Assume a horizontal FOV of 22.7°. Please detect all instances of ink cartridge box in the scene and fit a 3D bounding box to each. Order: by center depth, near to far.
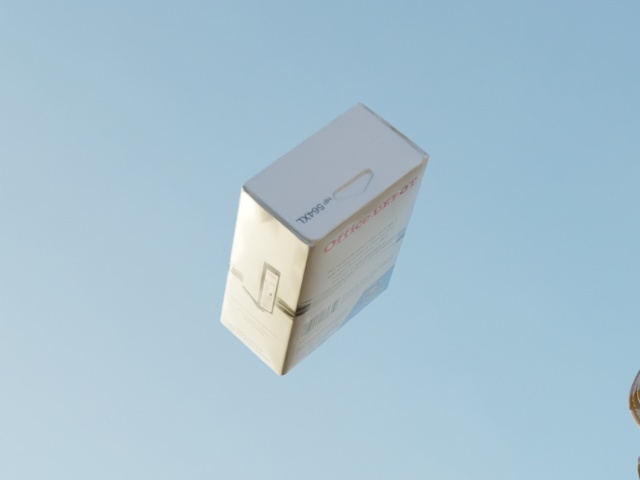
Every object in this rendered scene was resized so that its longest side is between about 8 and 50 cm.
[{"bbox_3d":[0.000,0.000,1.369,0.148,0.086,0.203,-37,-23,-31],"label":"ink cartridge box"}]

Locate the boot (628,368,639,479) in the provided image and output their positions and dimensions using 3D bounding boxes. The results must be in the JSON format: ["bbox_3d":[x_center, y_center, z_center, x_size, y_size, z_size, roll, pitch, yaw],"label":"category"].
[{"bbox_3d":[0.288,0.153,1.100,0.152,0.197,0.073,40,-51,-14],"label":"boot"}]
